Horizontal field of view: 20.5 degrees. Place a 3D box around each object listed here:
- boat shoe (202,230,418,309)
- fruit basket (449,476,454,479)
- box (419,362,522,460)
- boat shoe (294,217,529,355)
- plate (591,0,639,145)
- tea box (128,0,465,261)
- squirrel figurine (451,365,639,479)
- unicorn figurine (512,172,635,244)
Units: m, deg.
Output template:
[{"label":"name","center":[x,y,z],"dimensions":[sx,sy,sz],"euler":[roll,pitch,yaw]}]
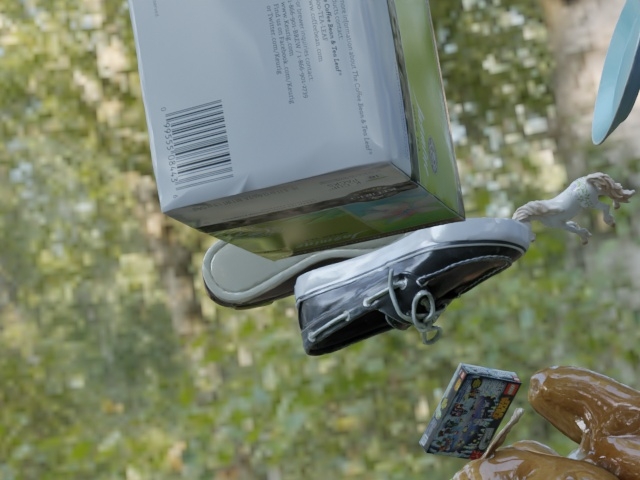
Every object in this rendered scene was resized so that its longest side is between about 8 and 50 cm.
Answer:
[{"label":"boat shoe","center":[0.000,0.000,2.278],"dimensions":[0.324,0.117,0.097],"euler":[-24,-13,-10]},{"label":"fruit basket","center":[0.197,0.436,1.841],"dimensions":[0.283,0.392,0.392],"euler":[-40,-15,-12]},{"label":"box","center":[0.205,0.235,2.415],"dimensions":[0.094,0.027,0.137],"euler":[11,-64,-29]},{"label":"boat shoe","center":[0.102,0.059,2.000],"dimensions":[0.306,0.105,0.113],"euler":[-17,-27,26]},{"label":"plate","center":[0.332,-0.191,1.911],"dimensions":[0.024,0.188,0.188],"euler":[15,-21,-1]},{"label":"tea box","center":[-0.020,-0.175,1.664],"dimensions":[0.220,0.329,0.323],"euler":[-12,-12,16]},{"label":"squirrel figurine","center":[0.314,0.276,1.612],"dimensions":[0.370,0.397,0.281],"euler":[-14,-39,-47]},{"label":"unicorn figurine","center":[0.317,-0.035,2.280],"dimensions":[0.111,0.060,0.162],"euler":[30,-68,-33]}]
